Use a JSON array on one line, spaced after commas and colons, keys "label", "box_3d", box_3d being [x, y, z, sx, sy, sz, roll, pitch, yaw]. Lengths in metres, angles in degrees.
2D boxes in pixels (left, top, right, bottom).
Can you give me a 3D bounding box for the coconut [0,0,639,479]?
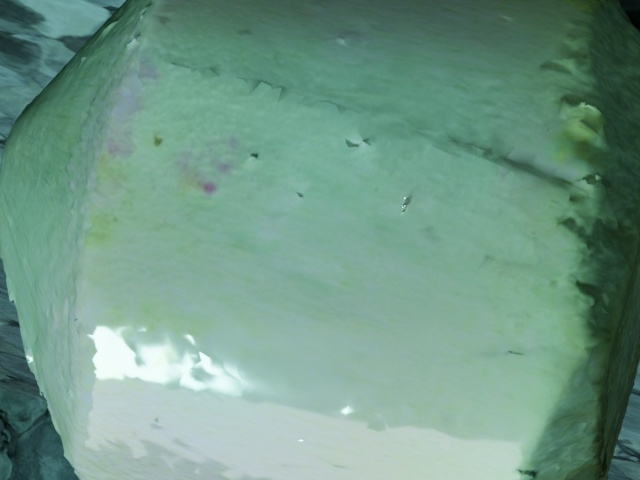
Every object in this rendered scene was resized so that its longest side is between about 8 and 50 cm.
[{"label": "coconut", "box_3d": [0.000, 0.000, 0.856, 0.310, 0.297, 0.297, 14, 165, 14]}]
